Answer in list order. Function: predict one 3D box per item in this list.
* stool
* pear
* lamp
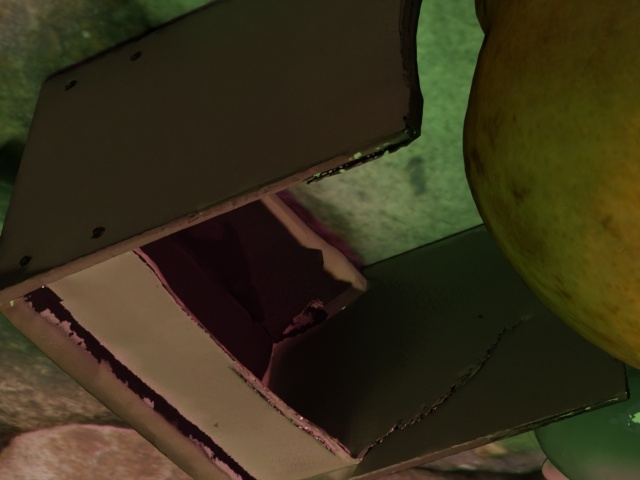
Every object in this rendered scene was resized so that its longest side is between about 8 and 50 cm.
[{"bbox_3d":[0.000,0.000,0.891,0.270,0.170,0.243,-21,133,27],"label":"stool"},{"bbox_3d":[0.205,-0.072,0.705,0.304,0.304,0.304,4,138,3],"label":"pear"},{"bbox_3d":[0.220,0.096,1.015,0.179,0.108,0.246,-5,137,6],"label":"lamp"}]
